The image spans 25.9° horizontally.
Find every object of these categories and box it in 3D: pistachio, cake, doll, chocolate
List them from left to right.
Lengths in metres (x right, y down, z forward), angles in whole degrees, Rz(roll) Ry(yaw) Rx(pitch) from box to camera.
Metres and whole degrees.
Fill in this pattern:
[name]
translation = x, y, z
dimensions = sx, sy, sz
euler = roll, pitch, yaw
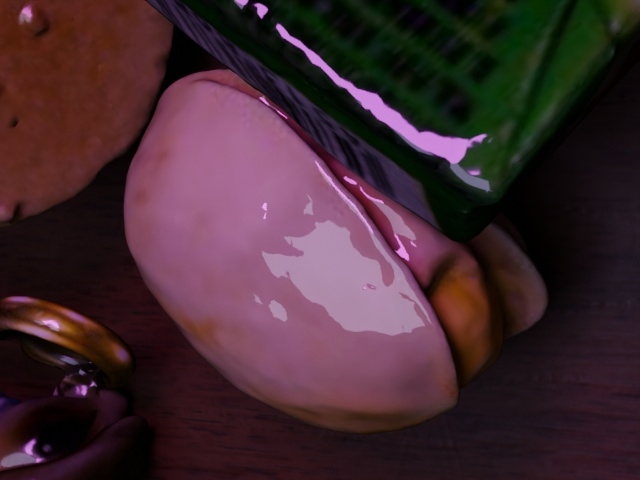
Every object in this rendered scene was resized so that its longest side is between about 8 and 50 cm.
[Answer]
[cake]
translation = -0.306, -0.197, 1.128
dimensions = 0.321, 0.332, 0.332
euler = -139, 58, -61
[doll]
translation = -0.309, 0.159, 1.219
dimensions = 0.339, 0.209, 0.318
euler = 24, 141, 27
[pistachio]
translation = 0.000, 0.000, 0.978
dimensions = 0.308, 0.230, 0.230
euler = 33, 112, 25
[chocolate]
translation = 0.071, -0.213, 0.863
dimensions = 0.360, 0.161, 0.341
euler = 39, 75, 19
